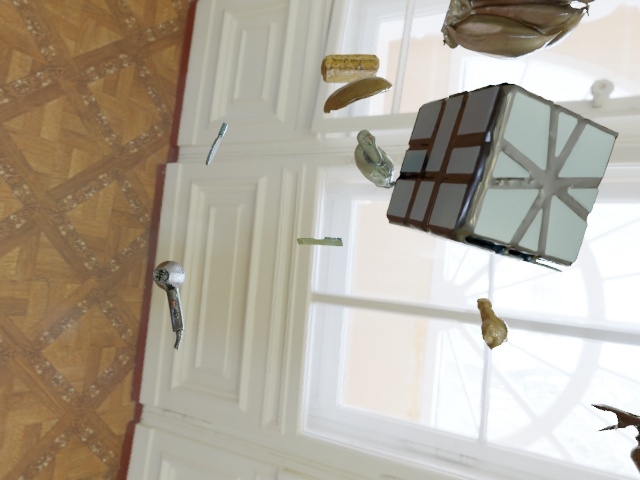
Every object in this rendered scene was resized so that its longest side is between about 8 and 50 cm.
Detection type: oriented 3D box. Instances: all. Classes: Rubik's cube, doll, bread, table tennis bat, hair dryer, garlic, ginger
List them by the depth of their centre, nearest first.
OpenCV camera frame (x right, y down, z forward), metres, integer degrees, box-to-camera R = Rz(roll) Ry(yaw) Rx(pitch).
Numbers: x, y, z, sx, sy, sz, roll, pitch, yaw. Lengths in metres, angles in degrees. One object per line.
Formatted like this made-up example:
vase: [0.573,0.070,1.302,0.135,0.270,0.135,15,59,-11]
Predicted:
garlic: [0.342,-0.441,0.760,0.210,0.292,0.237,43,69,-41]
Rubik's cube: [0.344,-0.120,0.890,0.289,0.283,0.293,13,93,-21]
doll: [0.131,-0.182,1.061,0.072,0.103,0.214,-37,148,-1]
ginger: [0.503,0.239,1.277,0.096,0.067,0.165,25,46,-15]
hair dryer: [-0.429,0.191,1.293,0.235,0.092,0.271,163,-86,-78]
table tennis bat: [-0.349,-0.322,1.475,0.154,0.019,0.100,-66,-171,0]
bread: [0.108,-0.629,1.607,0.114,0.211,0.083,116,-30,-77]

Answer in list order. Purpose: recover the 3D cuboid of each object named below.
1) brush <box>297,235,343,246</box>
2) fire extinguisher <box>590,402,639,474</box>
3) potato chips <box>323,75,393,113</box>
brush: [0.000,0.000,1.670,0.033,0.179,0.030,77,20,-47]
fire extinguisher: [0.545,0.384,0.718,0.075,0.106,0.251,15,48,-58]
potato chips: [0.097,-0.417,1.242,0.195,0.208,0.061,-34,112,-35]
